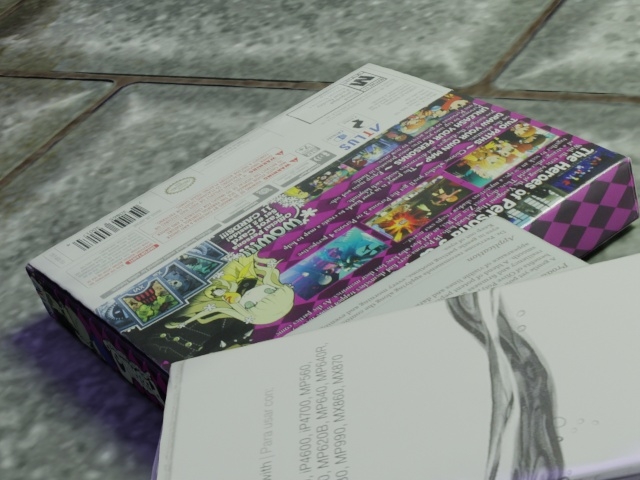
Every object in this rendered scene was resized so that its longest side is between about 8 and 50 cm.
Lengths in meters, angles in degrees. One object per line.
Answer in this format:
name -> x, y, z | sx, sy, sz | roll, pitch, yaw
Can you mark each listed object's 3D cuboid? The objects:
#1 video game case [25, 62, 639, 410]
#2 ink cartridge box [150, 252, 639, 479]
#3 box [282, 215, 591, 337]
video game case -> 0.000, 0.000, 0.705 | 0.232, 0.041, 0.210 | -33, 34, -22
ink cartridge box -> 0.078, 0.093, 0.402 | 0.218, 0.158, 0.092 | -14, 33, 6
box -> 0.059, 0.065, 0.513 | 0.101, 0.102, 0.087 | -29, 31, -18
